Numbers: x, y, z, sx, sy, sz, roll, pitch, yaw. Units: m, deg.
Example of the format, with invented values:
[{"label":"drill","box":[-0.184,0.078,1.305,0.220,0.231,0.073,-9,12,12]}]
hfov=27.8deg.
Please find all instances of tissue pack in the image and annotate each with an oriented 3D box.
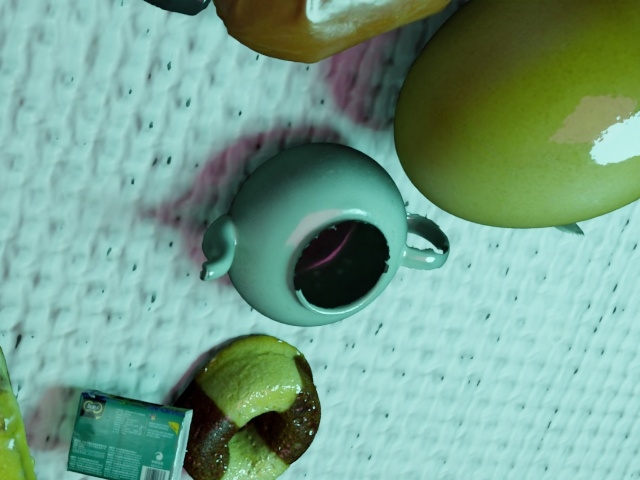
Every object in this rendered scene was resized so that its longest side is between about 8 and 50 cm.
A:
[{"label":"tissue pack","box":[-0.192,0.204,1.328,0.111,0.079,0.085,11,87,4]}]

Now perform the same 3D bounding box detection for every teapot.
[{"label":"teapot","box":[0.000,0.000,1.294,0.294,0.129,0.193,-1,119,-26]}]

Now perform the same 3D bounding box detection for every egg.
[{"label":"egg","box":[0.225,-0.138,1.253,0.322,0.250,0.250,-25,127,-2]}]

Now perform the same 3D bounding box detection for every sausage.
[{"label":"sausage","box":[0.029,-0.254,1.143,0.268,0.153,0.141,-21,166,-15]}]

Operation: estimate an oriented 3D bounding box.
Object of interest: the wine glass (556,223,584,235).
[{"label":"wine glass","box":[0.329,-0.130,1.426,0.074,0.074,0.262,20,107,-34]}]

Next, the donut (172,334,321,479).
[{"label":"donut","box":[-0.078,0.198,1.408,0.184,0.073,0.166,-41,130,2]}]

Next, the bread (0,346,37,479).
[{"label":"bread","box":[-0.424,0.278,1.234,0.333,0.143,0.324,-14,124,-19]}]

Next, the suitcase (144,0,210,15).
[{"label":"suitcase","box":[-0.090,-0.334,1.004,0.066,0.206,0.286,16,109,-28]}]
